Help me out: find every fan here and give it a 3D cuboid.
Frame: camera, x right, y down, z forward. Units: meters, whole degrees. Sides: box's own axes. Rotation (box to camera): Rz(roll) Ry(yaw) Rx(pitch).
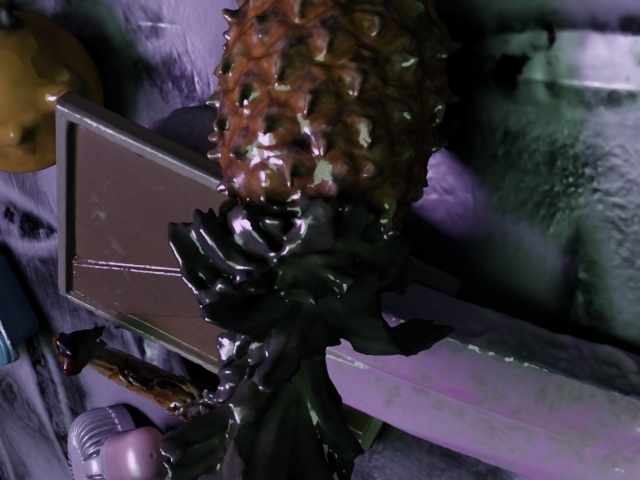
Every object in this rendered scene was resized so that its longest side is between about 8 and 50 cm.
[{"bbox_3d":[-0.225,0.249,0.949,0.244,0.074,0.130,-27,72,58],"label":"fan"}]

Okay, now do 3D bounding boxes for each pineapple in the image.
[{"bbox_3d":[0.000,0.000,0.479,0.141,0.170,0.310,147,134,-70],"label":"pineapple"}]

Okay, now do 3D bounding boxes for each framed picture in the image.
[{"bbox_3d":[-0.070,0.038,0.661,0.315,0.024,0.232,26,137,6],"label":"framed picture"}]

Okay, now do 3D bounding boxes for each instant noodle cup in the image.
[{"bbox_3d":[-0.438,0.086,1.089,0.179,0.070,0.157,-18,99,48],"label":"instant noodle cup"}]

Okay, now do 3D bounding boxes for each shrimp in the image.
[{"bbox_3d":[-0.124,0.135,0.734,0.222,0.054,0.290,35,165,-33],"label":"shrimp"}]

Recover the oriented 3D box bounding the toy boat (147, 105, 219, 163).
[{"bbox_3d":[-0.118,-0.021,0.712,0.155,0.085,0.227,56,138,4],"label":"toy boat"}]

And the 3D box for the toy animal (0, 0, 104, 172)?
[{"bbox_3d":[-0.306,-0.136,0.774,0.281,0.195,0.169,5,156,46],"label":"toy animal"}]

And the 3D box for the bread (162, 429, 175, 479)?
[{"bbox_3d":[-0.103,0.328,0.935,0.267,0.040,0.267,22,126,33],"label":"bread"}]

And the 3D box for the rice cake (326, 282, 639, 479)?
[{"bbox_3d":[0.087,0.086,0.556,0.297,0.050,0.106,19,127,14],"label":"rice cake"}]
